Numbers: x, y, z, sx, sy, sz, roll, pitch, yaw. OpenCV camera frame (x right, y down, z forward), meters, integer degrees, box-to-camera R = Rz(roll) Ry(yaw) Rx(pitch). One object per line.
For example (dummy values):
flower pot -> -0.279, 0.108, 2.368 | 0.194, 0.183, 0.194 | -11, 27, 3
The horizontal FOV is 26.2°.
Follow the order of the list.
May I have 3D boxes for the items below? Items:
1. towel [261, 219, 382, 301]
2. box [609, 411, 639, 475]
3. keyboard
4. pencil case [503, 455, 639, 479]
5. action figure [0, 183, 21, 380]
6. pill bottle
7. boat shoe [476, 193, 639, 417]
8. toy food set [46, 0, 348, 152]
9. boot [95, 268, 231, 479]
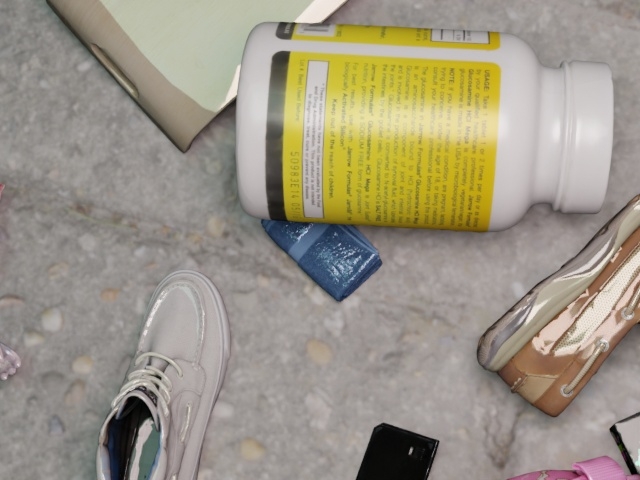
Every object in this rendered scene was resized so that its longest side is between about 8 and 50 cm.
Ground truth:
towel -> 0.000, 0.000, 1.364 | 0.067, 0.029, 0.119 | -45, 76, -1
box -> 0.306, 0.197, 1.256 | 0.052, 0.062, 0.083 | -25, 76, 2
keyboard -> 0.068, 0.276, 1.300 | 0.100, 0.038, 0.192 | 14, 81, 35
pencil case -> 0.215, 0.385, 1.177 | 0.167, 0.160, 0.386 | -10, 74, 22
action figure -> -0.471, 0.054, 1.384 | 0.370, 0.248, 0.276 | -40, 32, -13
pill bottle -> 0.096, -0.103, 1.283 | 0.334, 0.188, 0.188 | 4, 79, 5
boat shoe -> 0.295, 0.035, 1.273 | 0.324, 0.123, 0.116 | -42, 82, 5
toy food set -> -0.100, -0.268, 1.418 | 0.306, 0.092, 0.220 | -42, 87, 0
boot -> -0.150, 0.146, 1.307 | 0.095, 0.123, 0.258 | 4, 79, 10
